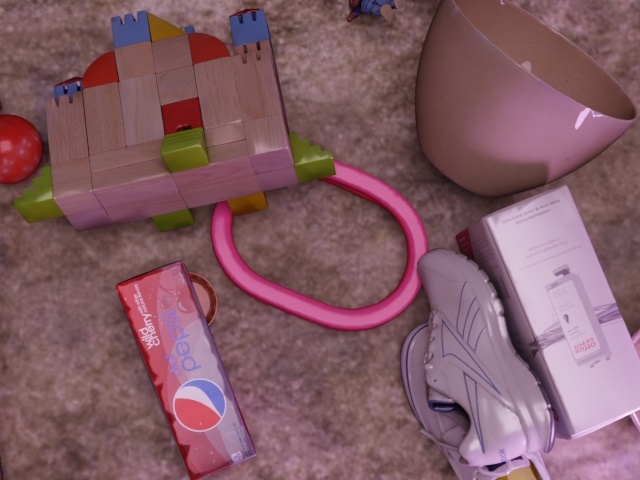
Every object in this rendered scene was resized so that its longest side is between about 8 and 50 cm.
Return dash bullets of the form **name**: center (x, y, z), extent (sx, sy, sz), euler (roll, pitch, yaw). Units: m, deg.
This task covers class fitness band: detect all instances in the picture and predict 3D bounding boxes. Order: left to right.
- **fitness band**: center (0.000, 0.000, 1.535), extent (0.291, 0.054, 0.209), euler (22, 82, -1)

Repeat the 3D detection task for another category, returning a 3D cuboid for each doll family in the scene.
- **doll family**: center (0.113, -0.350, 1.566), extent (0.193, 0.111, 0.076), euler (-25, 119, -19)

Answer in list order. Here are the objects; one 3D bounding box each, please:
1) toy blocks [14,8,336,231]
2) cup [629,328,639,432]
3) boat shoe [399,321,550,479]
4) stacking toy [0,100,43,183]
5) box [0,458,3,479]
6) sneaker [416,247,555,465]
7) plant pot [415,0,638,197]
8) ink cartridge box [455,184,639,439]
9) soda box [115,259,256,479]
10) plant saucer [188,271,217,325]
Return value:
- **toy blocks**: center (-0.194, -0.174, 1.478), extent (0.381, 0.191, 0.261), euler (-13, 65, 2)
- **cup**: center (0.577, 0.155, 1.460), extent (0.331, 0.331, 0.237), euler (46, 57, 2)
- **boat shoe**: center (0.217, 0.267, 1.466), extent (0.136, 0.156, 0.367), euler (-24, 86, -8)
- **stacking toy**: center (-0.491, -0.196, 1.491), extent (0.330, 0.141, 0.141), euler (42, 81, -6)
- **box**: center (-0.550, 0.219, 1.396), extent (0.290, 0.177, 0.279), euler (-8, 83, -7)
- **sneaker**: center (0.174, 0.136, 1.421), extent (0.129, 0.111, 0.297), euler (-20, 57, -4)
- **plant pot**: center (0.231, -0.167, 1.493), extent (0.284, 0.284, 0.191), euler (34, 117, 0)
- **ink cartridge box**: center (0.286, 0.093, 1.470), extent (0.117, 0.207, 0.283), euler (-21, 86, -6)
- **soda box**: center (-0.169, 0.162, 1.474), extent (0.092, 0.083, 0.263), euler (-21, 90, -6)
- **plant saucer**: center (-0.176, 0.083, 1.528), extent (0.083, 0.013, 0.083), euler (0, 83, -4)
